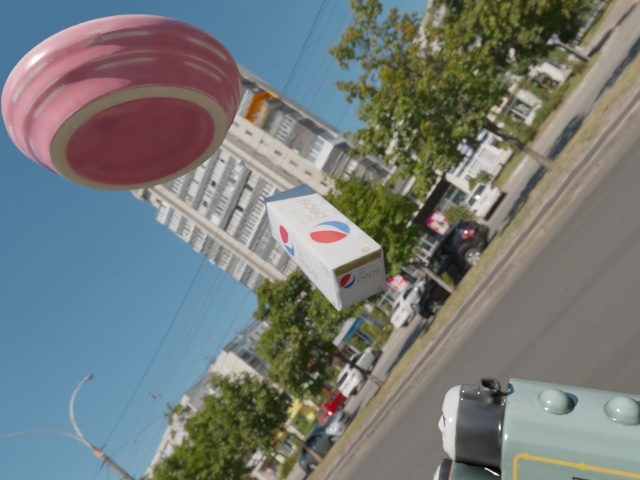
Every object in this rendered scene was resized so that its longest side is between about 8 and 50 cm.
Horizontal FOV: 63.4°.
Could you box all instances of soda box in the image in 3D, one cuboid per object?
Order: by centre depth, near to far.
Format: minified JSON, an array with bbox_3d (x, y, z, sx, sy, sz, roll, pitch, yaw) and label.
[{"bbox_3d":[0.000,0.000,0.704,0.074,0.216,0.069,-23,-53,-18],"label":"soda box"}]

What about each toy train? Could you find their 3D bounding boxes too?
[{"bbox_3d":[0.264,0.212,0.447,0.142,0.334,0.190,-44,-48,-57],"label":"toy train"}]

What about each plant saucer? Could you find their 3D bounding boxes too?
[{"bbox_3d":[-0.266,-0.171,0.755,0.332,0.084,0.332,-21,-17,-7],"label":"plant saucer"}]
